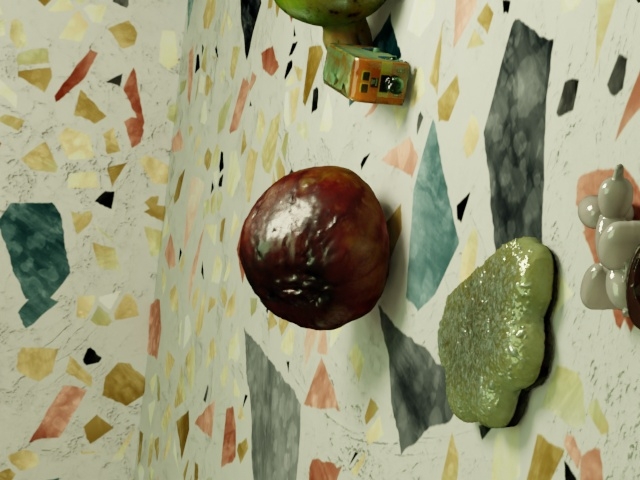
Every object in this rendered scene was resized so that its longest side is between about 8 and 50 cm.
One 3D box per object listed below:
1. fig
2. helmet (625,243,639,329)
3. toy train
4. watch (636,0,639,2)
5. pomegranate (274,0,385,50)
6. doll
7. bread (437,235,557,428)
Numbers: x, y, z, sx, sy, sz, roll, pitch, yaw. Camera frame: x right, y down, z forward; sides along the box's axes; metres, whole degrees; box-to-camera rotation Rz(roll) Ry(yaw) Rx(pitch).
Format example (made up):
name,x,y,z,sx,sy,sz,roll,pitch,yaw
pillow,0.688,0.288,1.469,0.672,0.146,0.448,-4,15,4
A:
name,x,y,z,sx,sy,sz,roll,pitch,yaw
fig,-0.004,0.005,2.242,0.224,0.224,0.263,130,144,-59
helmet,0.341,0.036,1.433,0.089,0.057,0.111,25,110,24
toy train,0.070,-0.253,2.282,0.188,0.099,0.072,-134,54,-68
watch,0.342,-0.359,1.384,0.244,0.196,0.231,110,164,-44
pomegranate,0.027,-0.391,2.339,0.159,0.190,0.240,26,110,45
doll,0.299,0.008,1.521,0.160,0.059,0.161,90,-178,-73
bread,0.207,0.127,1.822,0.286,0.056,0.207,124,149,-57
